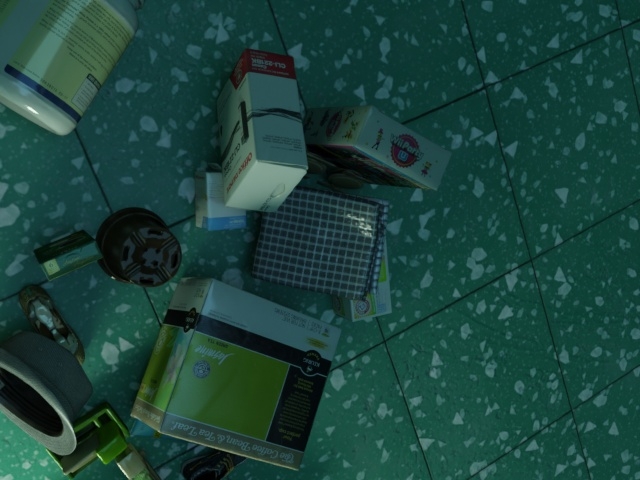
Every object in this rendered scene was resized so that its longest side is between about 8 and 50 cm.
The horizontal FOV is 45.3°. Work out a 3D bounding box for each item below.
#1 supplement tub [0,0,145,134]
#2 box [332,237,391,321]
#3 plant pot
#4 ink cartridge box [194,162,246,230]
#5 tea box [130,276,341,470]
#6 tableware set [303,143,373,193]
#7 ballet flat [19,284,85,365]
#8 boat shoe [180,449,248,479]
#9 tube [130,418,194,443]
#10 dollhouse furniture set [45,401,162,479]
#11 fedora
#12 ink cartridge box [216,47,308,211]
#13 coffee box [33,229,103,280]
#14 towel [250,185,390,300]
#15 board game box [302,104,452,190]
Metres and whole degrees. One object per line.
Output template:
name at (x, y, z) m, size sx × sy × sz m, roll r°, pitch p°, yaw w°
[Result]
supplement tub at (-0.488, -0.387, 1.423) m, size 0.235 × 0.235 × 0.324 m, roll 34°, pitch 83°, yaw -26°
box at (0.092, 0.081, 1.843) m, size 0.114 × 0.103 × 0.203 m, roll -11°, pitch 102°, yaw -24°
plant pot at (-0.367, 0.021, 1.581) m, size 0.167 × 0.165 × 0.166 m, roll -4°, pitch 98°, yaw -26°
ink cartridge box at (-0.219, -0.099, 1.674) m, size 0.090 × 0.092 × 0.143 m, roll -4°, pitch 99°, yaw -26°
tea box at (-0.180, 0.284, 1.652) m, size 0.329 × 0.220 × 0.323 m, roll 25°, pitch 75°, yaw -26°
tableware set at (0.017, -0.167, 1.766) m, size 0.194 × 0.128 × 0.039 m, roll 20°, pitch 71°, yaw -29°
ballet flat at (-0.550, 0.186, 1.571) m, size 0.073 × 0.067 × 0.206 m, roll -36°, pitch 112°, yaw -18°
boat shoe at (-0.225, 0.519, 1.767) m, size 0.183 × 0.083 × 0.065 m, roll -17°, pitch 105°, yaw -23°
tube at (-0.319, 0.423, 1.731) m, size 0.207 × 0.052 × 0.080 m, roll 19°, pitch 92°, yaw -22°
dollhouse furniture set at (-0.420, 0.522, 1.608) m, size 0.151 × 0.197 × 0.301 m, roll -35°, pitch 113°, yaw -13°
fedora at (-0.552, 0.282, 1.517) m, size 0.275 × 0.243 × 0.124 m, roll 36°, pitch 48°, yaw 3°
ink cartridge box at (-0.126, -0.221, 1.580) m, size 0.114 × 0.197 × 0.272 m, roll 4°, pitch 63°, yaw -26°
coffee box at (-0.499, 0.026, 1.507) m, size 0.113 × 0.184 × 0.040 m, roll -26°, pitch 107°, yaw -21°
towel at (0.000, 0.000, 1.709) m, size 0.284 × 0.121 × 0.234 m, roll 11°, pitch 91°, yaw 13°
board game box at (0.108, -0.205, 1.697) m, size 0.224 × 0.303 × 0.097 m, roll 25°, pitch 85°, yaw -26°
